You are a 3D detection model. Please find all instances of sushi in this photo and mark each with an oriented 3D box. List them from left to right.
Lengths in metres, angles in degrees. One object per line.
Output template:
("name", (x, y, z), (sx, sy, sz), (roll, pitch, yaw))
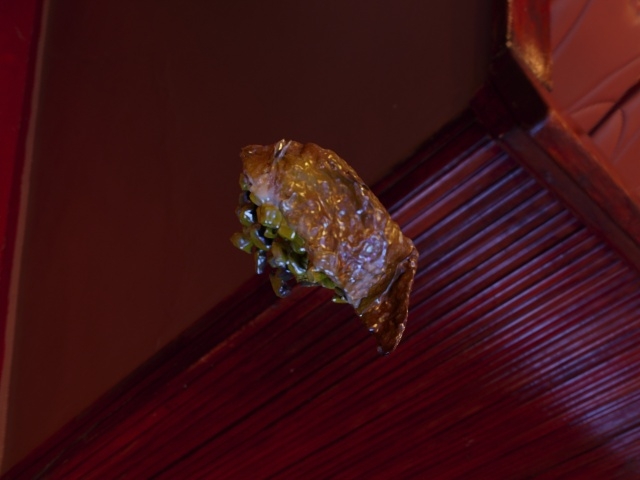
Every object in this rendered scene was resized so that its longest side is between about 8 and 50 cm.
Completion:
("sushi", (-0.002, -0.002, 0.806), (0.296, 0.179, 0.167), (48, -5, -10))
